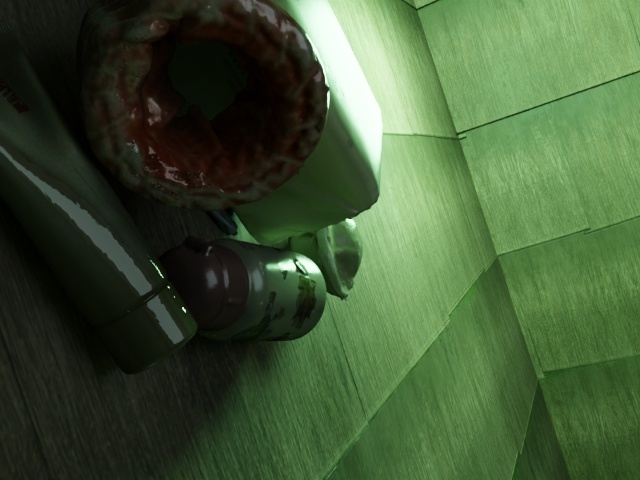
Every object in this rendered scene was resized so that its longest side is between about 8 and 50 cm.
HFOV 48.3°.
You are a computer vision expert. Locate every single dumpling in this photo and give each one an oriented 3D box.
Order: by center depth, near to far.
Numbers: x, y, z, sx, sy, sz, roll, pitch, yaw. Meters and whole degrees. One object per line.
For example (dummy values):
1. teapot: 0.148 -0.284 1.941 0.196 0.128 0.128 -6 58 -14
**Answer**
1. dumpling: 0.000 0.000 1.100 0.136 0.118 0.199 55 6 -39

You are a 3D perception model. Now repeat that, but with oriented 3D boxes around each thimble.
1. thimble: -0.125 -0.154 0.715 0.239 0.239 0.162 56 3 -34

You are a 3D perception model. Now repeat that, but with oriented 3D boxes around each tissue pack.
1. tissue pack: -0.075 -0.226 0.958 0.380 0.207 0.297 58 22 -30

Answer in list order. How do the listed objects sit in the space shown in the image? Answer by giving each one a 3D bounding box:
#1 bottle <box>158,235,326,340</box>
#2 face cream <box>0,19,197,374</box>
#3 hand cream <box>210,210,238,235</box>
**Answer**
1. bottle: -0.096 0.059 0.825 0.253 0.121 0.120 13 61 -62
2. face cream: -0.234 -0.039 0.645 0.341 0.084 0.137 60 27 -11
3. hand cream: -0.136 -0.042 0.934 0.093 0.019 0.030 55 26 -30
